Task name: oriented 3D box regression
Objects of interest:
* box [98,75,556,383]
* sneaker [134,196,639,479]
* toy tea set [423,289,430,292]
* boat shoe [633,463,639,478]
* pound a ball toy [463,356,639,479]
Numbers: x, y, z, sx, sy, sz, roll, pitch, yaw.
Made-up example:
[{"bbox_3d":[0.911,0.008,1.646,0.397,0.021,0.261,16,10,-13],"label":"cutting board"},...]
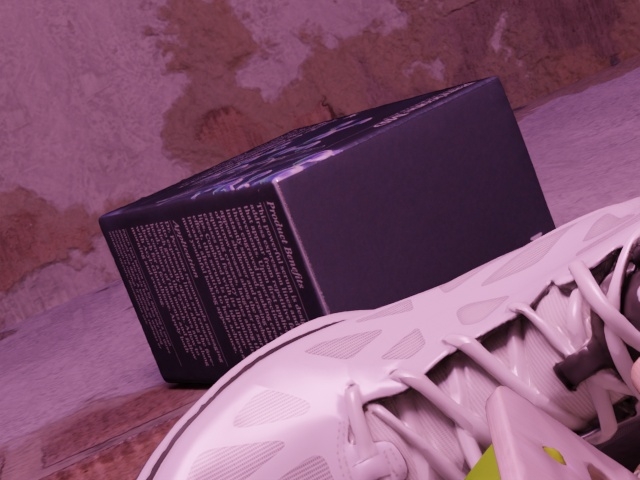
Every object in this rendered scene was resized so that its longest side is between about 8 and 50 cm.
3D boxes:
[{"bbox_3d":[0.000,0.000,1.495,0.293,0.212,0.395,-27,11,-32],"label":"box"},{"bbox_3d":[0.102,0.060,0.763,0.447,0.169,0.257,-27,-10,-28],"label":"sneaker"},{"bbox_3d":[0.005,0.135,0.944,0.200,0.124,0.336,-15,11,40],"label":"toy tea set"},{"bbox_3d":[0.160,0.149,0.716,0.048,0.056,0.153,-9,22,38],"label":"boat shoe"},{"bbox_3d":[0.111,0.147,0.480,0.208,0.135,0.319,-52,6,10],"label":"pound a ball toy"}]
